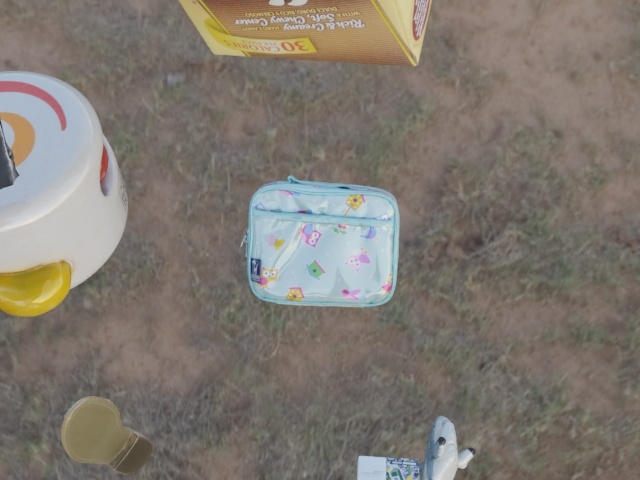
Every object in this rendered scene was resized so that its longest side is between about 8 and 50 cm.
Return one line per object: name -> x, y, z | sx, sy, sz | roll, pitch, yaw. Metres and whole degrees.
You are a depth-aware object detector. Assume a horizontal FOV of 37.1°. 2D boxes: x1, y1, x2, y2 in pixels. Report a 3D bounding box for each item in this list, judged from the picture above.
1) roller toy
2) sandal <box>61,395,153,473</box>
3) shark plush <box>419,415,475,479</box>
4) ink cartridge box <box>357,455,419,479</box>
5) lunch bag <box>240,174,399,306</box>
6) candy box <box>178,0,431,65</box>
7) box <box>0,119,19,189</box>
roller toy -> -0.280, -0.045, 0.884 | 0.209, 0.146, 0.191 | 28, 62, 22
sandal -> -0.317, 0.259, 1.323 | 0.079, 0.240, 0.088 | 31, 75, 27
shark plush -> 0.162, 0.337, 1.373 | 0.073, 0.067, 0.161 | 11, 97, -34
ink cartridge box -> 0.066, 0.270, 0.938 | 0.063, 0.029, 0.115 | 3, 46, 2
lunch bag -> 0.000, 0.000, 1.690 | 0.279, 0.224, 0.108 | 3, 14, 2
candy box -> -0.039, -0.241, 0.651 | 0.183, 0.316, 0.087 | 8, 70, 19
box -> -0.393, -0.091, 0.475 | 0.396, 0.293, 0.212 | -29, 72, -22
